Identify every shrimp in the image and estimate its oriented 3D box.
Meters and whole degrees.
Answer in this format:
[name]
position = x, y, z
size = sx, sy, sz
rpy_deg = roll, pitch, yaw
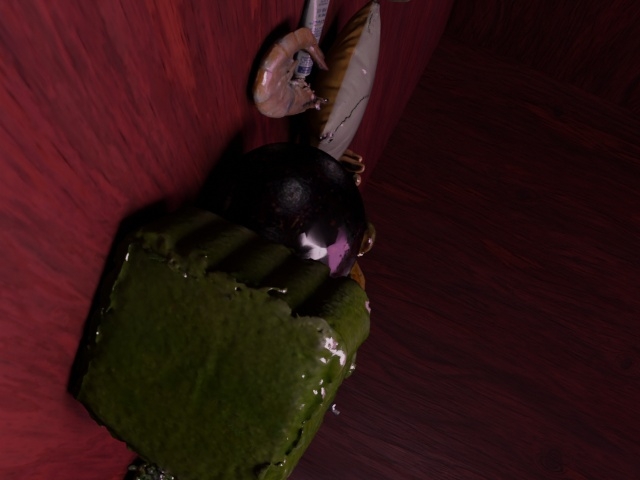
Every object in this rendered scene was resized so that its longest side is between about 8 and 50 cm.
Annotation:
[shrimp]
position = -0.040, -0.272, 1.102
size = 0.254, 0.059, 0.145
rpy_deg = -26, 136, -60

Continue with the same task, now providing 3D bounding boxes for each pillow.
[pillow]
position = 0.035, -0.284, 1.388
size = 0.310, 0.119, 0.312
rpy_deg = 126, -16, -75

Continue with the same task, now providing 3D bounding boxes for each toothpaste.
[toothpaste]
position = -0.017, -0.349, 1.147
size = 0.062, 0.037, 0.216
rpy_deg = -32, 150, -45

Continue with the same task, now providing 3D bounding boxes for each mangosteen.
[mangosteen]
position = -0.046, -0.013, 1.088
size = 0.288, 0.288, 0.288
rpy_deg = -63, 173, -13

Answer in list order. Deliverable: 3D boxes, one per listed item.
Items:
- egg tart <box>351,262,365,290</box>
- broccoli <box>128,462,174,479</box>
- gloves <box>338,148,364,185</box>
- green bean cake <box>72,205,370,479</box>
[egg tart]
position = -0.025, 0.074, 1.553
size = 0.115, 0.290, 0.290
rpy_deg = -30, -165, 35
[broccoli]
position = -0.296, 0.583, 1.494
size = 0.324, 0.334, 0.272
rpy_deg = -46, -138, 40
[gloves]
position = 0.017, -0.129, 1.597
size = 0.301, 0.152, 0.197
rpy_deg = -170, -108, -72
[green bean cake]
position = -0.119, 0.146, 0.902
size = 0.319, 0.335, 0.218
rpy_deg = -62, 174, 22
